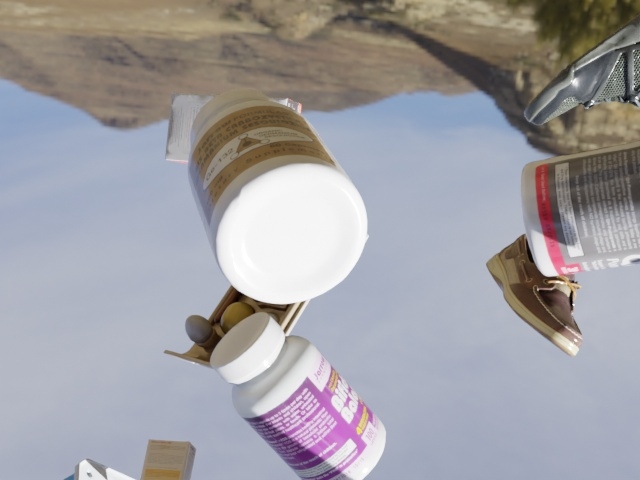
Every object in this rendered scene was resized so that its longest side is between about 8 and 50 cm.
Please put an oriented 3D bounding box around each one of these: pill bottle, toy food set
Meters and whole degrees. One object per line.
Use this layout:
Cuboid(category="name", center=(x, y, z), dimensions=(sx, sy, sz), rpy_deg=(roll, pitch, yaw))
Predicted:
Cuboid(category="pill bottle", center=(0.462, -0.055, 1.408), dimensions=(0.319, 0.176, 0.176), rpy_deg=(-10, -174, 23))
Cuboid(category="pill bottle", center=(-0.040, 0.265, 1.625), dimensions=(0.169, 0.301, 0.169), rpy_deg=(-35, -160, 15))
Cuboid(category="toy food set", center=(-0.145, 0.115, 1.863), dimensions=(0.220, 0.306, 0.092), rpy_deg=(7, 147, 45))
Cuboid(category="pill bottle", center=(-0.051, -0.053, 0.889), dimensions=(0.131, 0.131, 0.229), rpy_deg=(2, -153, -18))

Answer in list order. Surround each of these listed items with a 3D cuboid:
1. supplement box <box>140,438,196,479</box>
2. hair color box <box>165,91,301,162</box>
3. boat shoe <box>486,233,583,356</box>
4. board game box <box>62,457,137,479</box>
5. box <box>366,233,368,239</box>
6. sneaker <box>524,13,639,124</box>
Cuboid(category="supplement box", center=(-0.212, 0.326, 1.347), dimensions=(0.062, 0.098, 0.036), rpy_deg=(2, 150, 13))
Cuboid(category="hair color box", center=(-0.114, -0.142, 1.283), dimensions=(0.167, 0.093, 0.053), rpy_deg=(7, -178, 22))
Cuboid(category="boat shoe", center=(0.419, 0.087, 1.842), dimensions=(0.123, 0.123, 0.342), rpy_deg=(36, -165, -20))
Cuboid(category="board game box", center=(-0.207, 0.541, 1.347), dimensions=(0.390, 0.050, 0.389), rpy_deg=(38, -150, -38))
Cuboid(category="box", center=(0.000, 0.000, 1.553), dimensions=(0.101, 0.087, 0.102), rpy_deg=(-31, -108, -29))
Cuboid(category="sneaker", center=(0.388, -0.199, 1.300), dimensions=(0.228, 0.130, 0.087), rpy_deg=(-34, 178, 12))
